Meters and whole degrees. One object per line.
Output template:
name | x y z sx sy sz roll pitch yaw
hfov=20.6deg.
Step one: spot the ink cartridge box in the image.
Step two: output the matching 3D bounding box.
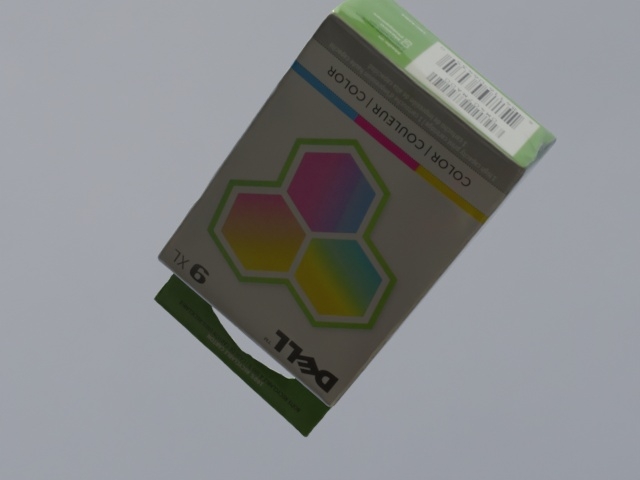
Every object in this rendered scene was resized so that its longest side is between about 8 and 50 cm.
ink cartridge box | 0.000 0.000 0.810 0.109 0.062 0.209 41 -62 5
